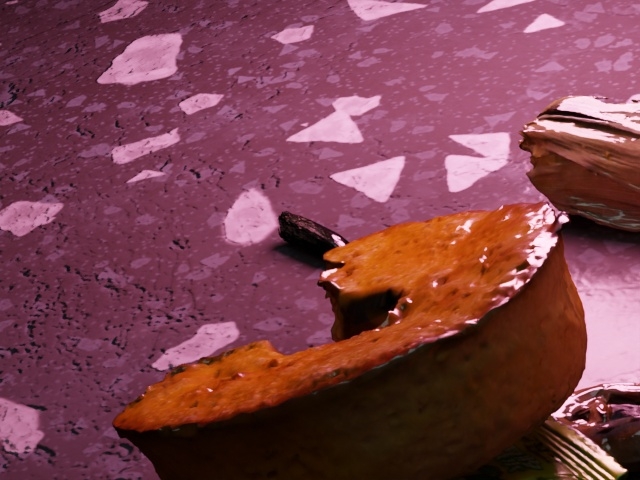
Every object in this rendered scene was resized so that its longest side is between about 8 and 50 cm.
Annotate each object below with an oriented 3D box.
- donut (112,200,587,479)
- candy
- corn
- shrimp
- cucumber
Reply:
[{"bbox_3d":[0.059,0.126,1.732,0.435,0.163,0.377,-34,16,-36],"label":"donut"},{"bbox_3d":[0.135,0.235,1.676,0.246,0.069,0.149,-37,30,-9],"label":"candy"},{"bbox_3d":[0.367,-0.085,2.097,0.305,0.123,0.122,5,36,31],"label":"corn"},{"bbox_3d":[0.295,0.165,1.767,0.251,0.052,0.143,-1,29,22],"label":"shrimp"},{"bbox_3d":[0.000,-0.002,2.192,0.033,0.034,0.135,-28,33,-34],"label":"cucumber"}]
